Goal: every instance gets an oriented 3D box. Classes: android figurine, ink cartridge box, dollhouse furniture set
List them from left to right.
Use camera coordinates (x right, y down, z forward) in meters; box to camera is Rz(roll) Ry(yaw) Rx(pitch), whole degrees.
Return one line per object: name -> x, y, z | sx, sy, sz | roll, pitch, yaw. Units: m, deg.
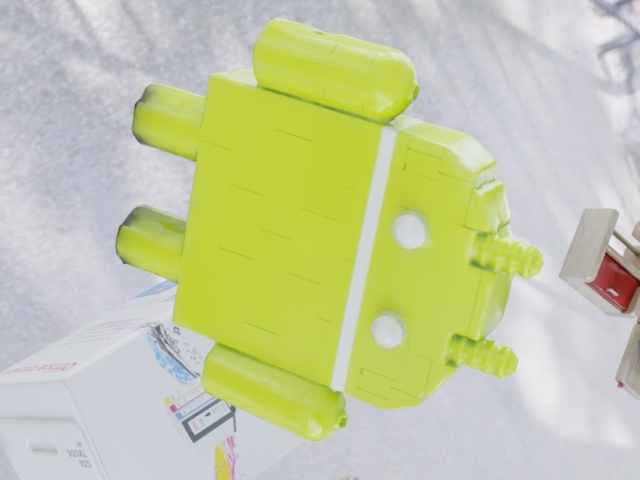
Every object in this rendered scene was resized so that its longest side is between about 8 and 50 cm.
ink cartridge box -> -0.148, 0.148, 1.087 | 0.232, 0.171, 0.168 | -30, 102, -38
android figurine -> 0.000, 0.000, 0.724 | 0.056, 0.272, 0.248 | -24, 131, -58
dollhouse furniture set -> 0.325, 0.071, 1.120 | 0.183, 0.129, 0.129 | 35, 71, -32

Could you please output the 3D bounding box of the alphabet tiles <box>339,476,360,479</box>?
alphabet tiles -> 0.051, 0.263, 0.500 | 0.342, 0.011, 0.285 | 43, 44, -54
